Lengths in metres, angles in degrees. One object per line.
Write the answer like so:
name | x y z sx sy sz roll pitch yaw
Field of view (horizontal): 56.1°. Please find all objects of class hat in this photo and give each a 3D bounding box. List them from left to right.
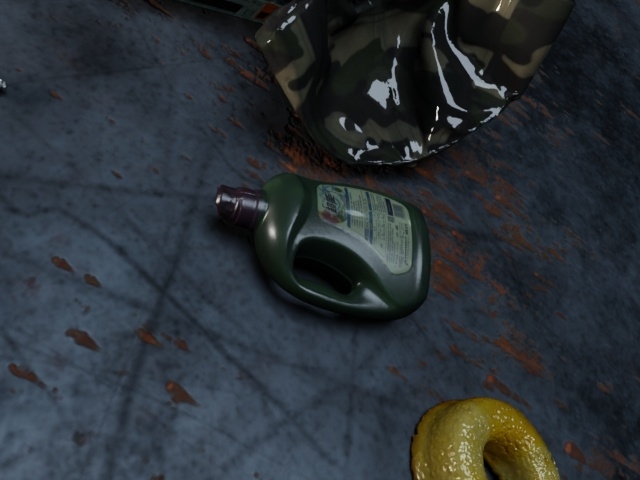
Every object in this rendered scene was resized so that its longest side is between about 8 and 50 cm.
hat | 0.078 -0.308 0.726 0.365 0.257 0.382 -5 57 -17

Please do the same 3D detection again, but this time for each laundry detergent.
laundry detergent | 0.000 0.000 0.595 0.221 0.078 0.145 14 59 -22

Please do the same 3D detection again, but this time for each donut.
donut | 0.160 0.217 0.560 0.151 0.058 0.152 14 56 -23

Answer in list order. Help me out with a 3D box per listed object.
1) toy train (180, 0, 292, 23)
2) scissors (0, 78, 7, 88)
toy train | -0.064 -0.323 0.760 0.409 0.089 0.086 6 84 -27
scissors | -0.454 -0.184 0.492 0.360 0.029 0.191 13 54 -21
